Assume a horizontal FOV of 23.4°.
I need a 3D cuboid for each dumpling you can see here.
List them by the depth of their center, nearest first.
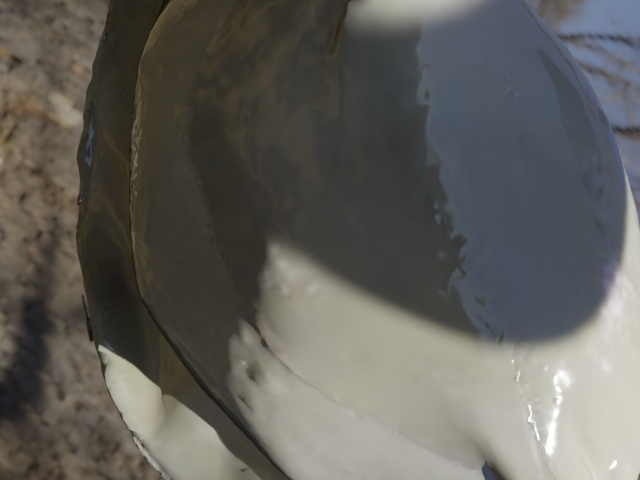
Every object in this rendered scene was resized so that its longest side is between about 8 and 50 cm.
[{"bbox_3d":[0.002,0.003,0.643,0.260,0.341,0.181,-21,-163,39],"label":"dumpling"}]
